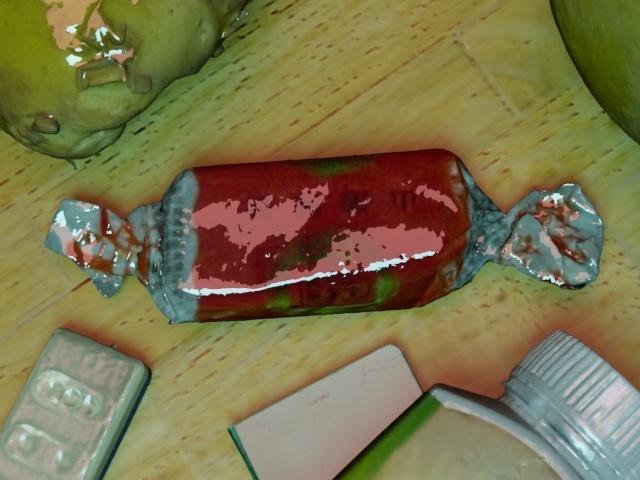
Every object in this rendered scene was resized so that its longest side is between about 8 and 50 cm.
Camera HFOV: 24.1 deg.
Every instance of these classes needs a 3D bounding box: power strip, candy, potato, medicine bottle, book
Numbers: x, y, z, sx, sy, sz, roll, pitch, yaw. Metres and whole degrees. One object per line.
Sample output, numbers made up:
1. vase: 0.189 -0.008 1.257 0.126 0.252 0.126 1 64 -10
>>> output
1. power strip: -0.137 0.107 0.773 0.056 0.032 0.123 24 78 9
2. candy: 0.000 -0.001 0.776 0.292 0.059 0.086 -5 74 2
3. potato: -0.104 -0.183 0.789 0.173 0.140 0.300 4 70 13
4. medicine bottle: 0.074 0.137 0.701 0.188 0.088 0.132 -44 80 -5
5. book: 0.029 0.131 0.760 0.103 0.017 0.135 -28 78 -3

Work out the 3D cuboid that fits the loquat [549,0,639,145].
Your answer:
1. loquat: 0.220 -0.136 0.700 0.244 0.244 0.243 -1 76 4
